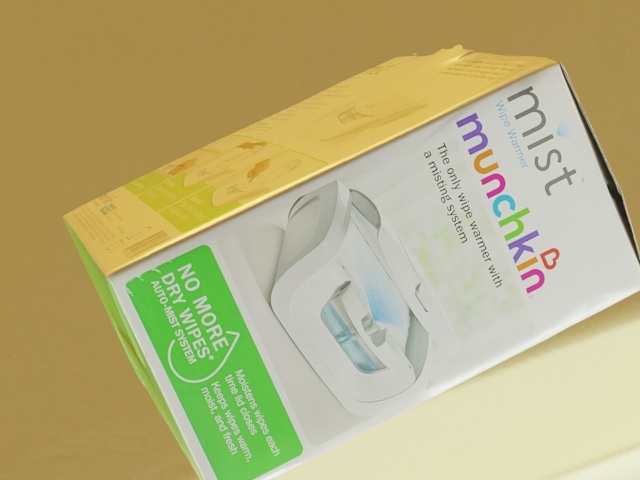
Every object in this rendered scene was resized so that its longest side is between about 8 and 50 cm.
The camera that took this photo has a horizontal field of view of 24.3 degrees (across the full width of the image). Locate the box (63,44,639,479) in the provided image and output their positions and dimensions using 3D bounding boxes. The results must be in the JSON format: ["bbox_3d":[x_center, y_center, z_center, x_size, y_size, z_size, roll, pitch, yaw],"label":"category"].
[{"bbox_3d":[0.000,0.000,0.783,0.231,0.262,0.126,-26,-78,-11],"label":"box"}]
